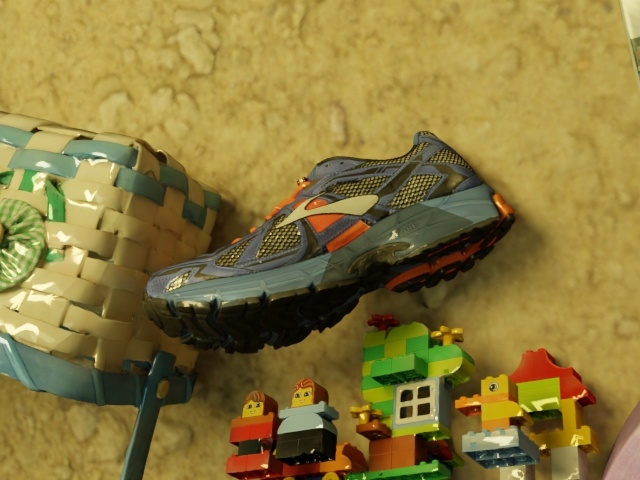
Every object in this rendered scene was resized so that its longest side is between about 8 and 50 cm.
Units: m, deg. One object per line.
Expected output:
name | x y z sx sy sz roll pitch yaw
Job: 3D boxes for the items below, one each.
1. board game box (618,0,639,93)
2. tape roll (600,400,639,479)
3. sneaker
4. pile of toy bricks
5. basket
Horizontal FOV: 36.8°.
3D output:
board game box | 0.269 -0.120 0.477 0.223 0.097 0.304 -12 87 21
tape roll | 0.278 0.175 0.490 0.274 0.090 0.275 1 93 21
sneaker | 0.000 0.000 0.564 0.221 0.083 0.087 -18 64 -18
pile of toy bricks | 0.046 0.092 0.576 0.212 0.118 0.105 -14 55 29
basket | -0.206 0.065 0.607 0.254 0.201 0.289 13 88 20
